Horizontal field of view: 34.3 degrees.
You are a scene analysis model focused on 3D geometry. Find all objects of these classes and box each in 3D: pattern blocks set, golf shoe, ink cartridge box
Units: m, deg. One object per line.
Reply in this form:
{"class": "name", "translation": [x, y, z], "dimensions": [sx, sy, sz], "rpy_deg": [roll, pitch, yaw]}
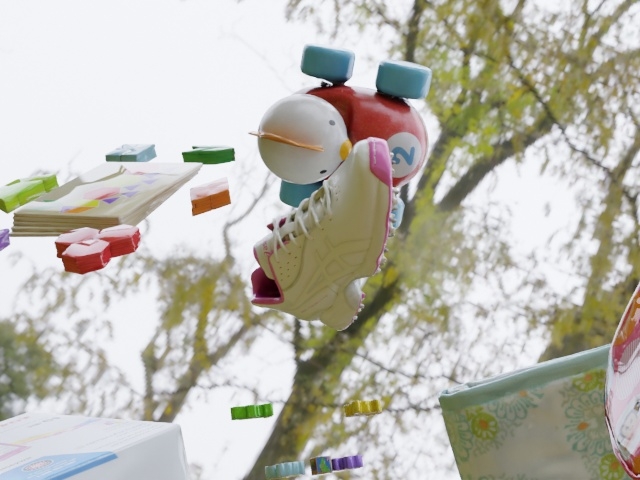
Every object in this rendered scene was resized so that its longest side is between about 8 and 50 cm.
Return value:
{"class": "pattern blocks set", "translation": [-0.226, -0.043, 1.101], "dimensions": [0.286, 0.325, 0.026], "rpy_deg": [7, -64, 32]}
{"class": "golf shoe", "translation": [0.000, 0.000, 1.182], "dimensions": [0.140, 0.115, 0.306], "rpy_deg": [6, -41, -11]}
{"class": "ink cartridge box", "translation": [-0.134, 0.119, 0.486], "dimensions": [0.123, 0.089, 0.052], "rpy_deg": [-6, -85, 40]}

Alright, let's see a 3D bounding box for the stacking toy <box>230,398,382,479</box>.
{"class": "stacking toy", "translation": [-0.010, 0.299, 1.372], "dimensions": [0.221, 0.166, 0.052], "rpy_deg": [1, -18, -22]}

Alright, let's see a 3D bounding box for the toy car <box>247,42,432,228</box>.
{"class": "toy car", "translation": [0.010, -0.125, 1.313], "dimensions": [0.210, 0.238, 0.219], "rpy_deg": [17, -74, 20]}

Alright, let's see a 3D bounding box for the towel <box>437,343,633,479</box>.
{"class": "towel", "translation": [0.404, 0.341, 1.629], "dimensions": [0.375, 0.090, 0.320], "rpy_deg": [-17, -92, 11]}

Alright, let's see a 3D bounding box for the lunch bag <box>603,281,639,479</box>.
{"class": "lunch bag", "translation": [0.353, 0.079, 0.898], "dimensions": [0.120, 0.258, 0.293], "rpy_deg": [22, -78, 2]}
